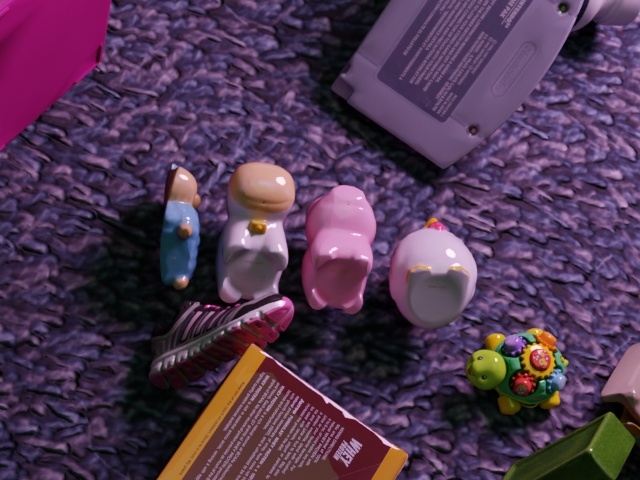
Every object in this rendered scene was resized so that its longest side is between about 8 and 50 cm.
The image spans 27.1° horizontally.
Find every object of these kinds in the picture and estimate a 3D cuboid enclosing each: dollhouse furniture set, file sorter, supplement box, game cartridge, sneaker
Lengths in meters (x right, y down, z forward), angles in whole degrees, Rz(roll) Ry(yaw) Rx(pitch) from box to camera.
[{"bbox_3d":[0.343,0.266,1.467,0.197,0.151,0.301,50,36,0],"label":"dollhouse furniture set"},{"bbox_3d":[-0.345,-0.249,1.341,0.182,0.290,0.202,40,64,4],"label":"file sorter"},{"bbox_3d":[-0.054,0.248,1.321,0.194,0.129,0.191,35,64,-1],"label":"supplement box"},{"bbox_3d":[0.170,-0.238,1.520,0.196,0.294,0.060,36,21,2],"label":"game cartridge"},{"bbox_3d":[-0.109,0.087,1.374,0.170,0.063,0.074,-29,55,15],"label":"sneaker"}]

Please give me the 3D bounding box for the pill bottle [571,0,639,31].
[{"bbox_3d":[0.261,-0.335,1.627,0.265,0.153,0.153,2,69,-16],"label":"pill bottle"}]

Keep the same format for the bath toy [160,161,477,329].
[{"bbox_3d":[0.000,0.000,1.443,0.348,0.151,0.129,11,23,-11],"label":"bath toy"}]

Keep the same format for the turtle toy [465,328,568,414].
[{"bbox_3d":[0.220,0.142,1.478,0.130,0.066,0.095,-5,71,-18],"label":"turtle toy"}]
